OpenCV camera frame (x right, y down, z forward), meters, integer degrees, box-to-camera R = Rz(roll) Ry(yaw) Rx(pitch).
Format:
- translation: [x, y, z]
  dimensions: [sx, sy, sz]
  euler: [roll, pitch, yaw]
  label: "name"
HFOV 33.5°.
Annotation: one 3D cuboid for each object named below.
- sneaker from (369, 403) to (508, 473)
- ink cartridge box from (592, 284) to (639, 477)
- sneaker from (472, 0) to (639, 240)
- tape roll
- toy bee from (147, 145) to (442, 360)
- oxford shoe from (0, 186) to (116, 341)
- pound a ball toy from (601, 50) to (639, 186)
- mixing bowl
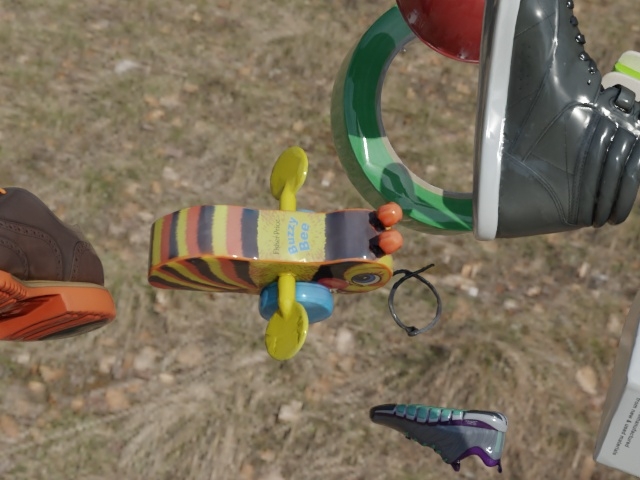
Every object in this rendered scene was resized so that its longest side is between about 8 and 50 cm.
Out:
- translation: [0.177, 0.307, 1.653]
  dimensions: [0.223, 0.098, 0.083]
  euler: [1, -7, 25]
  label: "sneaker"
- translation: [0.397, 0.135, 0.915]
  dimensions: [0.272, 0.114, 0.197]
  euler: [18, 42, 12]
  label: "ink cartridge box"
- translation: [0.208, -0.143, 0.878]
  dimensions: [0.146, 0.296, 0.104]
  euler: [4, 6, 3]
  label: "sneaker"
- translation: [0.175, -0.168, 1.422]
  dimensions: [0.321, 0.321, 0.077]
  euler: [13, -7, -13]
  label: "tape roll"
- translation: [0.000, 0.000, 0.973]
  dimensions: [0.298, 0.195, 0.162]
  euler: [-13, -18, -28]
  label: "toy bee"
- translation: [-0.245, 0.010, 0.745]
  dimensions: [0.096, 0.098, 0.271]
  euler: [-19, -16, 14]
  label: "oxford shoe"
- translation: [0.379, -0.082, 1.129]
  dimensions: [0.319, 0.136, 0.208]
  euler: [28, 30, 12]
  label: "pound a ball toy"
- translation: [0.173, -0.288, 1.109]
  dimensions: [0.181, 0.182, 0.098]
  euler: [14, -13, -4]
  label: "mixing bowl"
